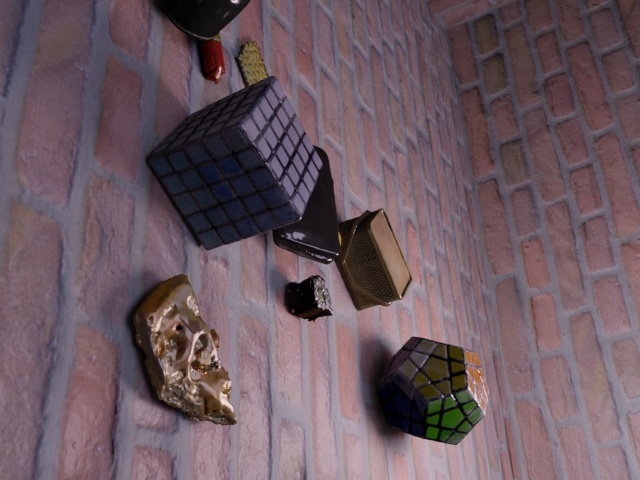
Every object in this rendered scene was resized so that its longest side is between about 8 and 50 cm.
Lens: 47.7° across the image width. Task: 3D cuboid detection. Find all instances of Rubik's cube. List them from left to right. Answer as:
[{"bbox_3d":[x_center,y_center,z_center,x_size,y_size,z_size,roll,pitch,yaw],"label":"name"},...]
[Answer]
[{"bbox_3d":[-0.161,-0.158,1.475,0.237,0.236,0.238,59,28,-24],"label":"Rubik's cube"},{"bbox_3d":[0.316,0.416,2.028,0.264,0.319,0.319,-14,87,-39],"label":"Rubik's cube"}]

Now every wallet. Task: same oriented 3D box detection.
[{"bbox_3d":[-0.044,-0.120,1.810,0.197,0.051,0.378,20,47,-31],"label":"wallet"}]

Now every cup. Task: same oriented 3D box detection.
[{"bbox_3d":[-0.266,-0.564,1.591,0.223,0.176,0.169,51,41,2],"label":"cup"}]

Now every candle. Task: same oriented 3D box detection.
[{"bbox_3d":[-0.249,-0.423,1.683,0.052,0.052,0.131,12,64,-61],"label":"candle"}]

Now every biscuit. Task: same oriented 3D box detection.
[{"bbox_3d":[-0.165,-0.423,1.889,0.144,0.016,0.203,-34,106,-64],"label":"biscuit"}]

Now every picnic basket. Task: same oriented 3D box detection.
[{"bbox_3d":[0.143,0.053,2.061,0.267,0.139,0.165,66,26,-13],"label":"picnic basket"}]

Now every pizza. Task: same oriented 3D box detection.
[{"bbox_3d":[-0.231,0.214,1.293,0.189,0.071,0.297,-33,105,-64],"label":"pizza"}]

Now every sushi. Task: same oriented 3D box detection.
[{"bbox_3d":[-0.026,0.137,1.736,0.098,0.084,0.094,39,37,-56],"label":"sushi"}]

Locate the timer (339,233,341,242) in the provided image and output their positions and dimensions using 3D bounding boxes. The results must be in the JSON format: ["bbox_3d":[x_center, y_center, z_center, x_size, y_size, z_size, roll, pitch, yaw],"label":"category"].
[{"bbox_3d":[0.000,0.000,1.843,0.109,0.107,0.107,140,-63,-73],"label":"timer"}]
